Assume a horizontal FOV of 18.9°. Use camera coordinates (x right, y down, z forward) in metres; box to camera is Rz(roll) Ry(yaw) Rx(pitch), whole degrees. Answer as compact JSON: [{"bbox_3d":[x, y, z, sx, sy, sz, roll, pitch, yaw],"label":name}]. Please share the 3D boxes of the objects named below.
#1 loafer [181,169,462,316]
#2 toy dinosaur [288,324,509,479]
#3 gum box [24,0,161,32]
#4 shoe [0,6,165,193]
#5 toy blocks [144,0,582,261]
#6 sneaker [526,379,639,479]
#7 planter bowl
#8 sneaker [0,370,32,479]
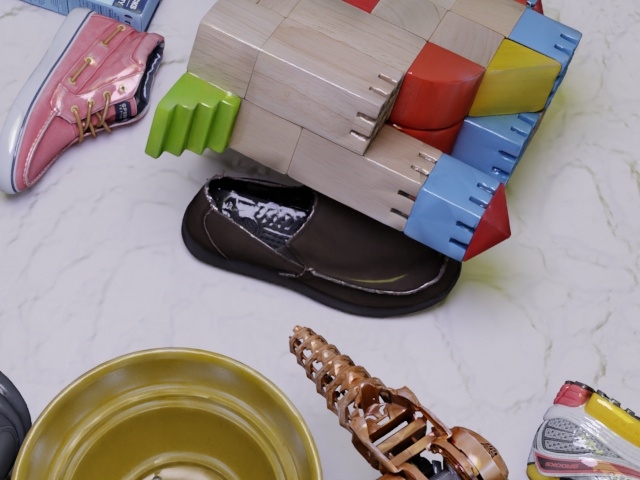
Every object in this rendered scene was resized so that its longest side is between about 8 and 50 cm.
[{"bbox_3d":[0.000,0.000,1.467,0.220,0.078,0.080,10,63,2],"label":"loafer"},{"bbox_3d":[0.092,0.188,1.301,0.164,0.218,0.322,-12,64,-8],"label":"toy dinosaur"},{"bbox_3d":[-0.205,-0.266,1.610,0.184,0.041,0.157,20,64,6],"label":"gum box"},{"bbox_3d":[-0.188,-0.105,1.517,0.081,0.063,0.178,17,60,11],"label":"shoe"},{"bbox_3d":[0.071,-0.144,1.475,0.261,0.191,0.381,26,42,7],"label":"toy blocks"},{"bbox_3d":[0.250,0.197,1.391,0.225,0.088,0.093,34,87,13],"label":"sneaker"},{"bbox_3d":[-0.104,0.192,1.356,0.217,0.090,0.217,-1,66,2],"label":"planter bowl"},{"bbox_3d":[-0.338,0.138,1.380,0.295,0.105,0.147,9,30,23],"label":"sneaker"}]
